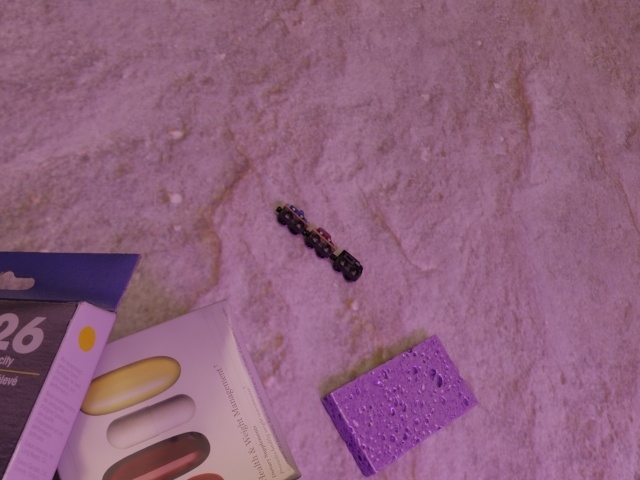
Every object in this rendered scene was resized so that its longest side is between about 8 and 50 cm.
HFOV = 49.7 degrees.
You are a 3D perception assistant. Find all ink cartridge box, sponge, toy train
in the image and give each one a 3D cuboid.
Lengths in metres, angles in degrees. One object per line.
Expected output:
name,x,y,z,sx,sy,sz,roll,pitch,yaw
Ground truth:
ink cartridge box,-0.353,0.121,0.624,0.303,0.072,0.307,0,57,18
sponge,0.113,0.221,0.947,0.210,0.031,0.117,-21,74,-36
toy train,0.000,0.000,1.015,0.158,0.027,0.036,40,48,-3

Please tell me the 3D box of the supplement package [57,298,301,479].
supplement package,-0.158,0.199,0.707,0.203,0.149,0.194,-20,73,-19
